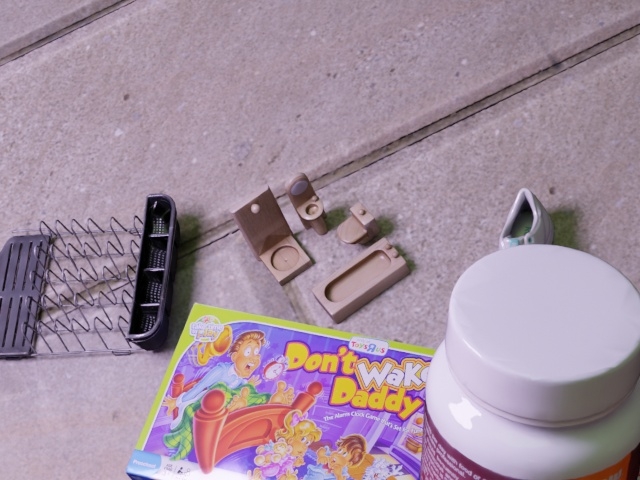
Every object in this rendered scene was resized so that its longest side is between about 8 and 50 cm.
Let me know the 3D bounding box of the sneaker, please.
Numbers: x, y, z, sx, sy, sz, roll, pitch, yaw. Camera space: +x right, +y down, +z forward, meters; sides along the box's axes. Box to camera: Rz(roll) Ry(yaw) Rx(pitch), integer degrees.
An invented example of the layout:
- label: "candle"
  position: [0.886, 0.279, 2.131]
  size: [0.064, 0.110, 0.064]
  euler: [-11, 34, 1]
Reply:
- label: "sneaker"
  position: [0.234, 0.037, 2.062]
  size: [0.080, 0.094, 0.212]
  euler: [-2, 59, 14]

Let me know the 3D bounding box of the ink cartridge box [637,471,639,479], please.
- label: "ink cartridge box"
  position: [0.386, 0.304, 1.863]
  size: [0.109, 0.063, 0.150]
  euler: [-16, 63, 8]

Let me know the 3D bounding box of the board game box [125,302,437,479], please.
- label: "board game box"
  position: [-0.025, 0.219, 2.038]
  size: [0.347, 0.078, 0.233]
  euler: [10, 63, 22]

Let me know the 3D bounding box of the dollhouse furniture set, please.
- label: "dollhouse furniture set"
  position: [0.000, 0.000, 2.136]
  size: [0.144, 0.123, 0.151]
  euler: [-35, 56, -6]

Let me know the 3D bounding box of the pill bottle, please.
- label: "pill bottle"
  position: [0.214, 0.209, 1.756]
  size: [0.224, 0.392, 0.224]
  euler: [0, 42, 0]

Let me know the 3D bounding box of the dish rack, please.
- label: "dish rack"
  position: [-0.312, 0.054, 2.228]
  size: [0.271, 0.074, 0.208]
  euler: [-4, 58, 15]
